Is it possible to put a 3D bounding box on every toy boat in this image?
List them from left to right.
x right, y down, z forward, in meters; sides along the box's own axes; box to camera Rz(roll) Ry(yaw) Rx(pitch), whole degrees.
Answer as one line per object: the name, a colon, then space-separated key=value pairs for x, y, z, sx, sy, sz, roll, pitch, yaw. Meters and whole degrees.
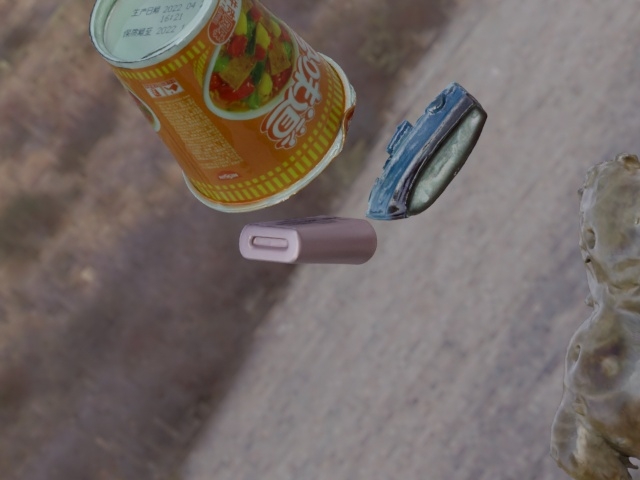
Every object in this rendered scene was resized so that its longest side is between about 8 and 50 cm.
toy boat: x=0.085 y=-0.072 z=1.527 sx=0.061 sy=0.060 sz=0.137 roll=27 pitch=83 yaw=47

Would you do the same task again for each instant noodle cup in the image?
instant noodle cup: x=-0.085 y=-0.136 z=1.436 sx=0.168 sy=0.185 sz=0.168 roll=-16 pitch=54 yaw=23

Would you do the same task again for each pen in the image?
pen: x=0.000 y=0.000 z=1.206 sx=0.197 sy=0.053 sz=0.032 roll=-1 pitch=-84 yaw=-73

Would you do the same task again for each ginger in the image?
ginger: x=0.341 y=0.076 z=1.752 sx=0.176 sy=0.256 sz=0.375 roll=-29 pitch=-40 yaw=-85
